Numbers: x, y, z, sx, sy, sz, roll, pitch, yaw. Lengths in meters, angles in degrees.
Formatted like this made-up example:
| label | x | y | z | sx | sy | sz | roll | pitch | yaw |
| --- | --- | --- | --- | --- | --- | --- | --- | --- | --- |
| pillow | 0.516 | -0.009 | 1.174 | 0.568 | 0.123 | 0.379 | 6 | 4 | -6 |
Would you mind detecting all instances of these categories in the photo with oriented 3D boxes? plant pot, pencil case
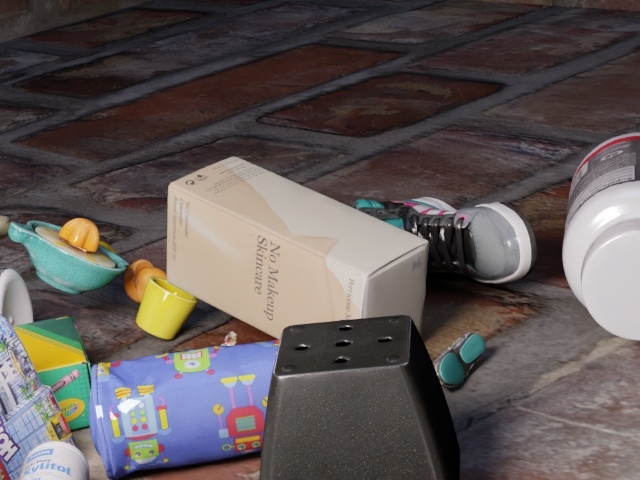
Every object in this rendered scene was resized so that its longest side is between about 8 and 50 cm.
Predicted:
| label | x | y | z | sx | sy | sz | roll | pitch | yaw |
| --- | --- | --- | --- | --- | --- | --- | --- | --- | --- |
| plant pot | 0.033 | 0.172 | 1.604 | 0.187 | 0.167 | 0.188 | -5 | 18 | 6 |
| pencil case | -0.090 | 0.161 | 1.757 | 0.306 | 0.119 | 0.133 | -10 | 31 | -8 |

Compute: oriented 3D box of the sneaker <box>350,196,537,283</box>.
| label | x | y | z | sx | sy | sz | roll | pitch | yaw |
| --- | --- | --- | --- | --- | --- | --- | --- | --- | --- |
| sneaker | 0.125 | 0.004 | 2.125 | 0.178 | 0.124 | 0.295 | -12 | 11 | -28 |

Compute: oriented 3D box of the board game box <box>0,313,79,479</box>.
| label | x | y | z | sx | sy | sz | roll | pitch | yaw |
| --- | --- | --- | --- | --- | --- | --- | --- | --- | --- |
| board game box | -0.357 | 0.202 | 1.703 | 0.060 | 0.194 | 0.194 | 9 | 39 | 43 |

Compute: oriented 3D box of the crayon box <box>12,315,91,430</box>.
| label | x | y | z | sx | sy | sz | roll | pitch | yaw |
| --- | --- | --- | --- | --- | --- | --- | --- | --- | --- |
| crayon box | -0.401 | 0.173 | 1.908 | 0.278 | 0.081 | 0.165 | -11 | 19 | -12 |

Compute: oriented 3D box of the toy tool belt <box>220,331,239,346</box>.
| label | x | y | z | sx | sy | sz | roll | pitch | yaw |
| --- | --- | --- | --- | --- | --- | --- | --- | --- | --- |
| toy tool belt | -0.099 | 0.145 | 1.939 | 0.051 | 0.052 | 0.083 | 28 | 29 | 5 |

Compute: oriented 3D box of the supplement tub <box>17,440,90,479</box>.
| label | x | y | z | sx | sy | sz | roll | pitch | yaw |
| --- | --- | --- | --- | --- | --- | --- | --- | --- | --- |
| supplement tub | -0.264 | 0.249 | 1.646 | 0.071 | 0.071 | 0.107 | -8 | 19 | -1 |

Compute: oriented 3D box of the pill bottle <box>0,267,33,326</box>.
| label | x | y | z | sx | sy | sz | roll | pitch | yaw |
| --- | --- | --- | --- | --- | --- | --- | --- | --- | --- |
| pill bottle | -0.487 | 0.106 | 2.066 | 0.245 | 0.130 | 0.130 | -5 | 19 | 10 |

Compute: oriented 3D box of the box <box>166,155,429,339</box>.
| label | x | y | z | sx | sy | sz | roll | pitch | yaw |
| --- | --- | --- | --- | --- | --- | --- | --- | --- | --- |
| box | -0.031 | 0.027 | 1.989 | 0.311 | 0.148 | 0.121 | 23 | 34 | 35 |

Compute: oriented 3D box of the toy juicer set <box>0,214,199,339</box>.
| label | x | y | z | sx | sy | sz | roll | pitch | yaw |
| --- | --- | --- | --- | --- | --- | --- | --- | --- | --- |
| toy juicer set | -0.313 | 0.006 | 2.129 | 0.329 | 0.089 | 0.209 | 24 | 8 | -13 |

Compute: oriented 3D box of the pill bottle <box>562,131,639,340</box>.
| label | x | y | z | sx | sy | sz | roll | pitch | yaw |
| --- | --- | --- | --- | --- | --- | --- | --- | --- | --- |
| pill bottle | 0.373 | -0.002 | 1.968 | 0.176 | 0.176 | 0.318 | -4 | 19 | 12 |

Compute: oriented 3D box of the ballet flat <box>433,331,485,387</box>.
| label | x | y | z | sx | sy | sz | roll | pitch | yaw |
| --- | --- | --- | --- | --- | --- | --- | --- | --- | --- |
| ballet flat | 0.146 | 0.139 | 1.873 | 0.041 | 0.041 | 0.114 | 3 | 21 | 29 |

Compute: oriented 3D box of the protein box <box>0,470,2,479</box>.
| label | x | y | z | sx | sy | sz | roll | pitch | yaw |
| --- | --- | --- | --- | --- | --- | --- | --- | --- | --- |
| protein box | -0.412 | 0.271 | 1.536 | 0.201 | 0.136 | 0.200 | -4 | 19 | 9 |
